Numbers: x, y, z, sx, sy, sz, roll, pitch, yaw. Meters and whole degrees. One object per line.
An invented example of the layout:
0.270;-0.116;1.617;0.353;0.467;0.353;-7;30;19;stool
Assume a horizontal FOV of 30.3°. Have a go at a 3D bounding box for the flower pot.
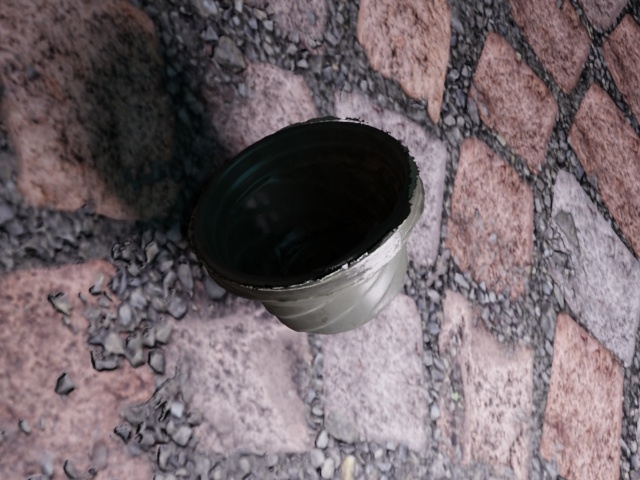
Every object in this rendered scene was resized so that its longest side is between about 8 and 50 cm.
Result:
0.000;0.000;1.166;0.140;0.235;0.235;65;35;-43;flower pot
